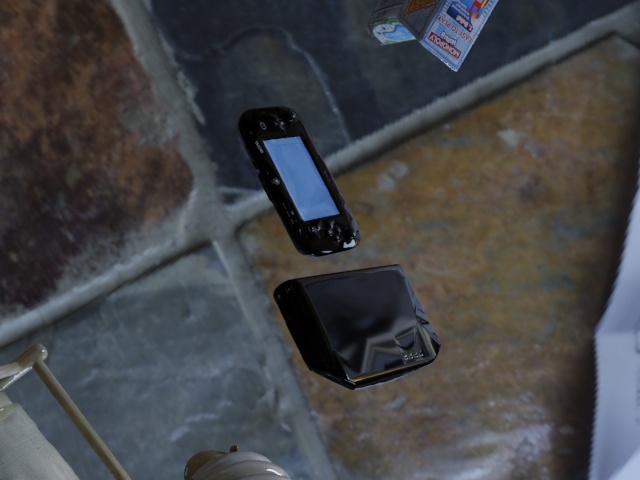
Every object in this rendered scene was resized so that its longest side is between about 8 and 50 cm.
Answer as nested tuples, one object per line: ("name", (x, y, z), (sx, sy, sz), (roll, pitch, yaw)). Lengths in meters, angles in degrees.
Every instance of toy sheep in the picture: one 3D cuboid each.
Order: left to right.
("toy sheep", (-0.045, 0.172, 0.676), (0.091, 0.132, 0.091), (-18, 135, -19))

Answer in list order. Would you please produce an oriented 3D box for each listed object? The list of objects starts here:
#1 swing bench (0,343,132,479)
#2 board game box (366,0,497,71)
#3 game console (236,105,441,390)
("swing bench", (-0.321, 0.279, 1.132), (0.254, 0.165, 0.253), (-38, 85, 4))
("board game box", (0.120, -0.264, 1.177), (0.060, 0.194, 0.194), (32, 73, -32))
("game console", (0.000, 0.000, 1.339), (0.044, 0.361, 0.213), (-37, 163, 32))
